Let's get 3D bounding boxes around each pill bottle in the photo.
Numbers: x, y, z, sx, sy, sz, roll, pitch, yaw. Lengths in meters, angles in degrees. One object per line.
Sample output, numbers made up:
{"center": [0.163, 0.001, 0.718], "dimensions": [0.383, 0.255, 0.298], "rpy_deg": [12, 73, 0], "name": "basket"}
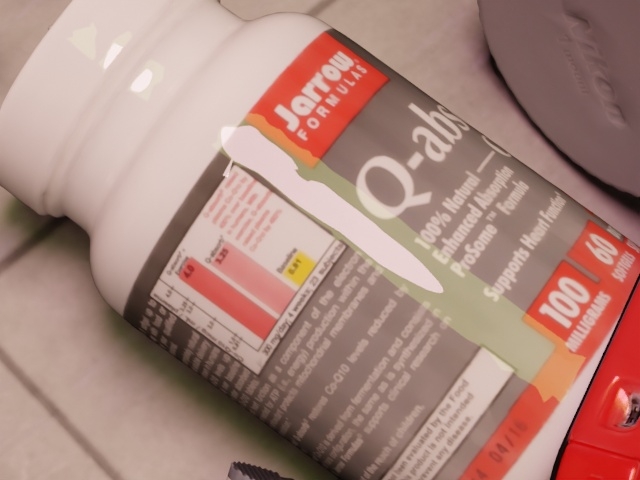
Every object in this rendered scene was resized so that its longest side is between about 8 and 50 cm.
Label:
{"center": [0.000, 0.000, 1.100], "dimensions": [0.363, 0.210, 0.210], "rpy_deg": [36, 67, 3], "name": "pill bottle"}

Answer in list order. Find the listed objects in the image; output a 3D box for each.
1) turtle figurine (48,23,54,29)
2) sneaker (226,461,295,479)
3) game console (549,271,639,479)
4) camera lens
{"center": [-0.123, -0.227, 1.220], "dimensions": [0.234, 0.118, 0.175], "rpy_deg": [-27, 77, -25], "name": "turtle figurine"}
{"center": [0.060, 0.253, 1.089], "dimensions": [0.319, 0.112, 0.131], "rpy_deg": [30, 89, 0], "name": "sneaker"}
{"center": [0.275, 0.094, 1.097], "dimensions": [0.060, 0.342, 0.386], "rpy_deg": [9, 61, 39], "name": "game console"}
{"center": [0.264, -0.182, 1.217], "dimensions": [0.274, 0.219, 0.219], "rpy_deg": [-38, 81, -21], "name": "camera lens"}
